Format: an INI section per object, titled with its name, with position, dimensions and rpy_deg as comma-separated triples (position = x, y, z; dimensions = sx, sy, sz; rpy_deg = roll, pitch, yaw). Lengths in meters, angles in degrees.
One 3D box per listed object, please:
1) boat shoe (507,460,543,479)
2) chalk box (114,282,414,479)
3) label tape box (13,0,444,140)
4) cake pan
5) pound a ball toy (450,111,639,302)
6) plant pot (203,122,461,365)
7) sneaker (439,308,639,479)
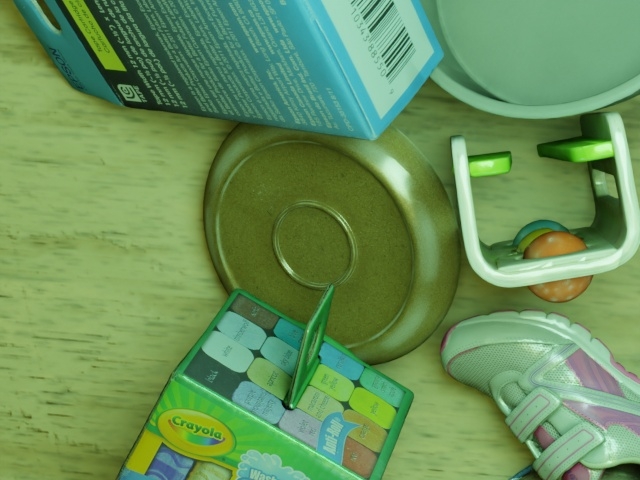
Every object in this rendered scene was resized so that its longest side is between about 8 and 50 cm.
[boat shoe]
position = 0.169, 0.230, 1.539
dimensions = 0.183, 0.066, 0.066
rpy_deg = -22, 92, 5
[chalk box]
position = -0.047, 0.171, 1.454
dimensions = 0.179, 0.180, 0.289
rpy_deg = 31, 115, 1
[label tape box]
position = -0.106, -0.216, 1.405
dimensions = 0.115, 0.348, 0.249
rpy_deg = -51, 131, -26
[cake pan]
position = 0.193, -0.224, 1.396
dimensions = 0.293, 0.054, 0.293
rpy_deg = -9, 71, 28
[pound a ball toy]
position = 0.208, -0.029, 1.394
dimensions = 0.208, 0.319, 0.135
rpy_deg = -9, 94, 4
[plant pot]
position = 0.000, 0.000, 1.497
dimensions = 0.236, 0.032, 0.236
rpy_deg = 11, 115, 26
[sneaker]
position = 0.208, 0.146, 1.490
dimensions = 0.252, 0.103, 0.111
rpy_deg = 25, 55, 6
